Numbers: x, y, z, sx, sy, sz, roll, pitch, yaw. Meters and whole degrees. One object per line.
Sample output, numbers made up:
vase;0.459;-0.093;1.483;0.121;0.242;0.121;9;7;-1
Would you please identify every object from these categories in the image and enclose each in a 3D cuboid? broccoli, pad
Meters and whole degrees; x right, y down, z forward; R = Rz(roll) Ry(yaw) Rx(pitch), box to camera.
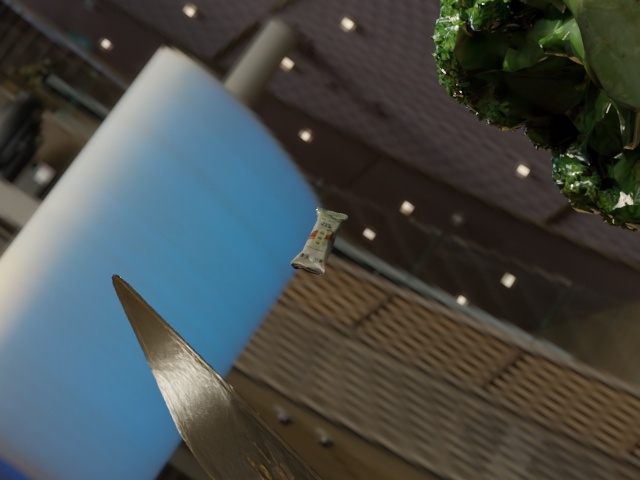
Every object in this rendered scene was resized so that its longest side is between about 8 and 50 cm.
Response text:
broccoli;0.282;-0.206;1.269;0.310;0.321;0.413;26;-41;63
pad;-0.020;0.219;0.912;0.375;0.063;0.315;40;-21;37

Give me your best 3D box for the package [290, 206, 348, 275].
package;0.000;0.000;1.517;0.037;0.110;0.015;19;-53;4
